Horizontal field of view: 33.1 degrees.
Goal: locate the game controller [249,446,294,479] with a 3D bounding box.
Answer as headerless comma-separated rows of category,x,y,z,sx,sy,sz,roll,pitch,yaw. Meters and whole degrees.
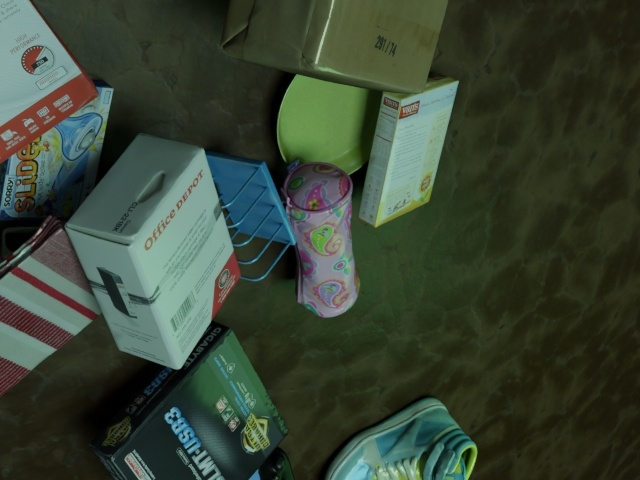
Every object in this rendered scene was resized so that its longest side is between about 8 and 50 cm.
game controller,-0.182,0.490,1.962,0.319,0.167,0.067,-13,168,-32

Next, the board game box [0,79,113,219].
board game box,-0.372,-0.126,1.490,0.136,0.035,0.201,-2,117,-38

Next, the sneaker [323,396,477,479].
sneaker,0.177,0.462,2.174,0.319,0.208,0.127,-32,133,-18

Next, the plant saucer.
plant saucer,0.022,-0.212,1.750,0.240,0.037,0.241,-20,126,-29

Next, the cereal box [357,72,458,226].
cereal box,0.149,-0.156,1.842,0.173,0.047,0.240,-24,133,-47

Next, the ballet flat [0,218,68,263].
ballet flat,-0.448,0.025,1.507,0.241,0.091,0.077,-18,96,-35

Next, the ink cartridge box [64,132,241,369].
ink cartridge box,-0.227,0.016,1.521,0.197,0.114,0.273,-59,153,-35

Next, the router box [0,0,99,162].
router box,-0.488,-0.201,1.282,0.335,0.082,0.301,-35,134,-3

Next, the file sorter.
file sorter,-0.133,-0.035,1.659,0.104,0.118,0.170,-54,140,-31

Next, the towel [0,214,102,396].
towel,-0.433,0.115,1.514,0.329,0.037,0.237,-40,152,0

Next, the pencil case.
pencil case,0.000,0.000,1.781,0.124,0.124,0.284,-31,143,-20

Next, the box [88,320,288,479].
box,-0.212,0.334,1.824,0.293,0.073,0.296,-48,135,-28

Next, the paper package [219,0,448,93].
paper package,0.041,-0.372,1.484,0.324,0.168,0.310,-4,112,-59
